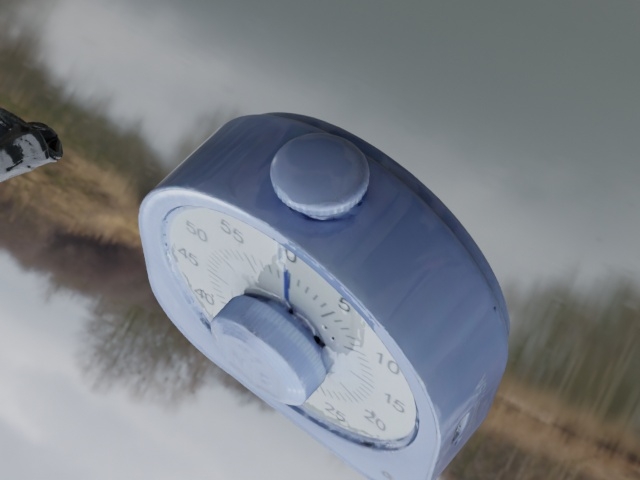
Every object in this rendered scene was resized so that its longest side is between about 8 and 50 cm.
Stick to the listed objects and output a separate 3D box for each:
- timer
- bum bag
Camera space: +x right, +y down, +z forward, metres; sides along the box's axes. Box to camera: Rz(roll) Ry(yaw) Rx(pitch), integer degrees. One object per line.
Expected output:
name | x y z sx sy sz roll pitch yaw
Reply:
timer | -0.010 0.052 0.999 0.395 0.173 0.395 35 152 22
bum bag | -0.322 -0.094 0.935 0.248 0.123 0.060 57 -170 -71
